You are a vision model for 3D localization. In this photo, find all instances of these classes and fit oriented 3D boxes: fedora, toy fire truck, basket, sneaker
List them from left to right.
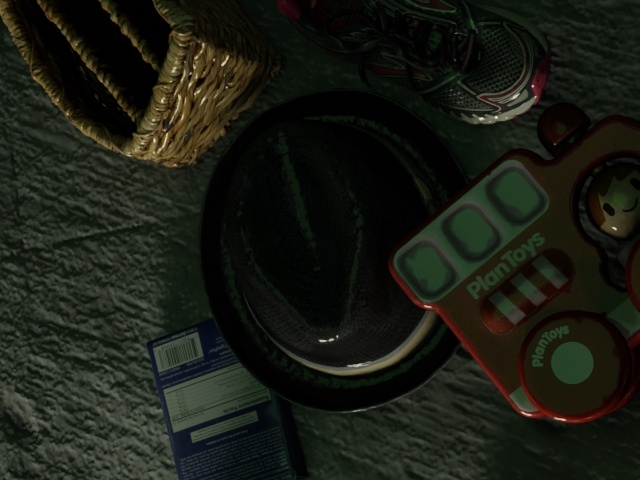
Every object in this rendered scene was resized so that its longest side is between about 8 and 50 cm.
[{"bbox_3d":[-0.229,-0.229,2.080,0.213,0.223,0.299,-45,69,15],"label":"basket"},{"bbox_3d":[0.000,0.000,1.964,0.334,0.152,0.334,-3,80,18],"label":"fedora"},{"bbox_3d":[0.088,-0.198,1.983,0.299,0.112,0.121,19,93,26],"label":"sneaker"},{"bbox_3d":[0.242,0.013,1.826,0.302,0.169,0.254,-41,79,10],"label":"toy fire truck"}]

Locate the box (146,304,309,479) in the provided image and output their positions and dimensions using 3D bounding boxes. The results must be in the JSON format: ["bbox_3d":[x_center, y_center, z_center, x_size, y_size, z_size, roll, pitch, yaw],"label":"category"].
[{"bbox_3d":[-0.094,0.193,2.072,0.136,0.036,0.225,-20,74,23],"label":"box"}]

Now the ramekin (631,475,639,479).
[{"bbox_3d":[0.418,0.204,1.682,0.303,0.303,0.148,-32,79,20],"label":"ramekin"}]
